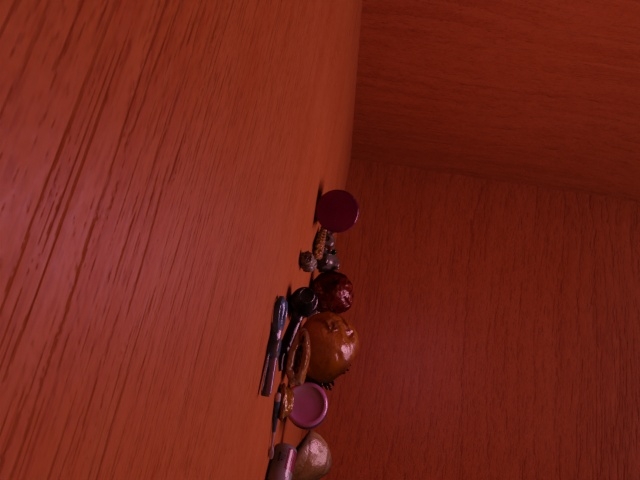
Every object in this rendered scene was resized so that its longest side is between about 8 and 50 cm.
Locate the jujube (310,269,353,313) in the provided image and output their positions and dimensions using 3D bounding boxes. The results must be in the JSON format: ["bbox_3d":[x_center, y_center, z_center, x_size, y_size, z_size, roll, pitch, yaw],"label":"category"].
[{"bbox_3d":[0.051,0.254,2.174,0.232,0.212,0.213,73,26,-62],"label":"jujube"}]

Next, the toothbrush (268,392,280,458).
[{"bbox_3d":[-0.156,0.628,1.558,0.025,0.019,0.276,-84,-178,-70],"label":"toothbrush"}]

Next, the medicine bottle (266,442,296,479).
[{"bbox_3d":[-0.149,0.851,1.650,0.217,0.090,0.090,-74,172,-48],"label":"medicine bottle"}]

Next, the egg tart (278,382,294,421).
[{"bbox_3d":[-0.120,0.559,1.588,0.129,0.049,0.129,-174,-90,-82],"label":"egg tart"}]

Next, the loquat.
[{"bbox_3d":[0.016,0.445,1.923,0.276,0.276,0.284,-76,-168,-45],"label":"loquat"}]

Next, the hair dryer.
[{"bbox_3d":[-0.096,0.287,1.450,0.235,0.091,0.272,112,3,-61],"label":"hair dryer"}]

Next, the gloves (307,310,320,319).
[{"bbox_3d":[-0.022,0.343,2.313,0.114,0.070,0.153,91,7,-59],"label":"gloves"}]

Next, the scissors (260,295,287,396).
[{"bbox_3d":[-0.120,0.277,1.206,0.125,0.030,0.256,83,15,-70],"label":"scissors"}]

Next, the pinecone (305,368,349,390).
[{"bbox_3d":[0.035,0.637,2.348,0.246,0.292,0.246,50,-26,36],"label":"pinecone"}]

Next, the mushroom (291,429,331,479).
[{"bbox_3d":[-0.080,1.017,2.019,0.292,0.212,0.217,-49,-177,38],"label":"mushroom"}]

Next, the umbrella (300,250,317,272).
[{"bbox_3d":[-0.044,0.076,1.614,0.143,0.062,0.067,77,-7,-76],"label":"umbrella"}]

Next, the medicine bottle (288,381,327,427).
[{"bbox_3d":[-0.058,0.713,1.966,0.291,0.178,0.178,90,10,-66],"label":"medicine bottle"}]

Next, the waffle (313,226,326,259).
[{"bbox_3d":[0.000,0.000,2.050,0.161,0.046,0.192,93,7,-58],"label":"waffle"}]

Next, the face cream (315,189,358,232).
[{"bbox_3d":[0.074,-0.122,1.901,0.195,0.175,0.175,-40,140,-84],"label":"face cream"}]

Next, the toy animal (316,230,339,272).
[{"bbox_3d":[0.021,0.036,2.196,0.138,0.108,0.236,-31,-120,38],"label":"toy animal"}]

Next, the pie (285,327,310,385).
[{"bbox_3d":[-0.080,0.423,1.677,0.179,0.084,0.205,90,8,-71],"label":"pie"}]
